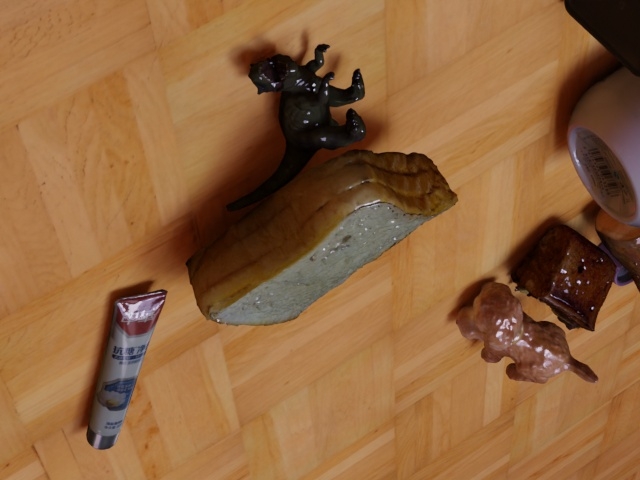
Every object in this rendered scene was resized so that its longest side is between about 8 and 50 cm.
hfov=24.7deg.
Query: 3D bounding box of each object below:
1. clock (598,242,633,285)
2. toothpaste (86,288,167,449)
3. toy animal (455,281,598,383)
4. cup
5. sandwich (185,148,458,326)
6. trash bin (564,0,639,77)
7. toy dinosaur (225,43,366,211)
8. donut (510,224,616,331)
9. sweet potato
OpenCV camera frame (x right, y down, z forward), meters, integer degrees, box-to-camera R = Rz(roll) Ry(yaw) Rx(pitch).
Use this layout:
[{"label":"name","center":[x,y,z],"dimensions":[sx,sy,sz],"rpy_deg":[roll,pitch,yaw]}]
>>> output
[{"label":"clock","center":[0.493,0.012,2.249],"dimensions":[0.153,0.050,0.110],"rpy_deg":[-36,151,-7]},{"label":"toothpaste","center":[-0.221,0.142,1.617],"dimensions":[0.062,0.039,0.239],"rpy_deg":[-9,137,-32]},{"label":"toy animal","center":[0.296,0.135,2.072],"dimensions":[0.104,0.184,0.185],"rpy_deg":[-59,147,-18]},{"label":"cup","center":[0.480,-0.160,1.837],"dimensions":[0.317,0.212,0.212],"rpy_deg":[-30,149,-11]},{"label":"sandwich","center":[0.000,0.001,1.557],"dimensions":[0.251,0.087,0.226],"rpy_deg":[-36,160,23]},{"label":"trash bin","center":[0.421,-0.275,1.660],"dimensions":[0.240,0.164,0.122],"rpy_deg":[-14,141,-38]},{"label":"toy dinosaur","center":[-0.048,-0.129,1.466],"dimensions":[0.179,0.087,0.187],"rpy_deg":[-14,138,20]},{"label":"donut","center":[0.364,0.059,2.090],"dimensions":[0.186,0.144,0.126],"rpy_deg":[27,90,-32]},{"label":"sweet potato","center":[0.524,0.044,2.155],"dimensions":[0.131,0.131,0.336],"rpy_deg":[-42,128,2]}]
